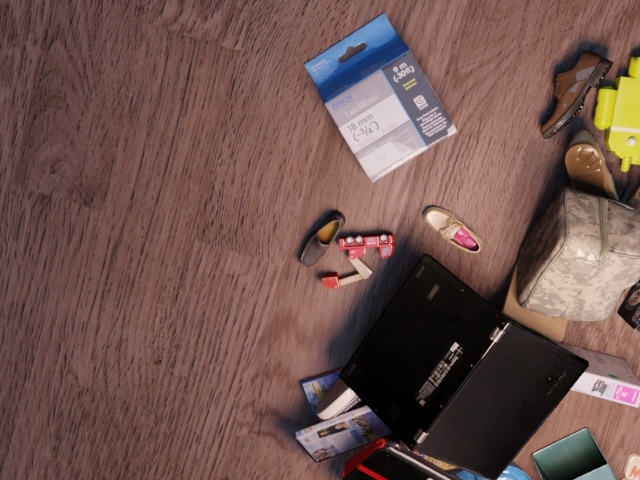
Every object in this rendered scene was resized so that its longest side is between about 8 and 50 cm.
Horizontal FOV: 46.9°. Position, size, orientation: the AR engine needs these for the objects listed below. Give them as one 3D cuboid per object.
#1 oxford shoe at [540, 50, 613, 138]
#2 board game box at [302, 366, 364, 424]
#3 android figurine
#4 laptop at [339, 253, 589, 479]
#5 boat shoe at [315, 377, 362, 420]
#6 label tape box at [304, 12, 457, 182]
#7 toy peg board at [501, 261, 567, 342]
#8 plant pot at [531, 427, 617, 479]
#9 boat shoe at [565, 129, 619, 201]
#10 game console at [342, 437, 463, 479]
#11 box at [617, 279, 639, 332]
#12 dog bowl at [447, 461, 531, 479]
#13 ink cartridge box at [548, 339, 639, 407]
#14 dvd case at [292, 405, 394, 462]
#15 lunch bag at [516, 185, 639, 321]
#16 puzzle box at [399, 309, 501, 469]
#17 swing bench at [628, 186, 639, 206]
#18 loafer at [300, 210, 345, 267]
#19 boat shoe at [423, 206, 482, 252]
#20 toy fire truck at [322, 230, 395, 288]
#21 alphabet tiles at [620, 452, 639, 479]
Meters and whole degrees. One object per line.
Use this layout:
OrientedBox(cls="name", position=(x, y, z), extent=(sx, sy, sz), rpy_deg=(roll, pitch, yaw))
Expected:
OrientedBox(cls="oxford shoe", position=(0.587, -0.347, 1.758), extent=(0.096, 0.083, 0.227), rpy_deg=(37, 102, 16))
OrientedBox(cls="board game box", position=(0.048, 0.449, 1.981), extent=(0.136, 0.035, 0.201), rpy_deg=(-17, 99, 9))
OrientedBox(cls="android figurine", position=(0.777, -0.295, 1.755), extent=(0.248, 0.056, 0.273), rpy_deg=(9, 100, 3))
OrientedBox(cls="laptop", position=(0.334, 0.309, 1.760), extent=(0.408, 0.236, 0.382), rpy_deg=(41, 106, 29))
OrientedBox(cls="boat shoe", position=(0.158, 0.375, 1.891), extent=(0.340, 0.127, 0.158), rpy_deg=(-42, 98, -1))
OrientedBox(cls="label tape box", position=(0.139, -0.343, 1.778), extent=(0.240, 0.106, 0.334), rpy_deg=(-31, 97, 10))
OrientedBox(cls="toy peg board", position=(0.528, 0.166, 1.842), extent=(0.161, 0.161, 0.079), rpy_deg=(27, 145, -1))
OrientedBox(cls="plant pot", position=(0.689, 0.649, 1.904), extent=(0.165, 0.166, 0.234), rpy_deg=(-30, 105, 10))
OrientedBox(cls="boat shoe", position=(0.657, -0.121, 1.772), extent=(0.109, 0.098, 0.302), rpy_deg=(-10, 121, 28))
OrientedBox(cls="game console", position=(0.260, 0.621, 1.808), extent=(0.386, 0.060, 0.342), rpy_deg=(29, 143, -1))
OrientedBox(cls="box", position=(0.818, 0.137, 1.789), extent=(0.077, 0.147, 0.180), rpy_deg=(26, 103, 0))
OrientedBox(cls="dog bowl", position=(0.420, 0.680, 1.974), extent=(0.297, 0.074, 0.166), rpy_deg=(-19, 99, 8))
OrientedBox(cls="ink cartridge box", position=(0.617, 0.311, 1.823), extent=(0.311, 0.186, 0.065), rpy_deg=(17, 104, 2))
OrientedBox(cls="dvd case", position=(0.074, 0.493, 1.900), extent=(0.253, 0.022, 0.180), rpy_deg=(-22, 141, 5))
OrientedBox(cls="lunch bag", position=(0.624, 0.050, 1.716), extent=(0.256, 0.213, 0.305), rpy_deg=(16, 141, 0))
OrientedBox(cls="puzzle box", position=(0.337, 0.384, 1.874), extent=(0.272, 0.052, 0.409), rpy_deg=(-2, 102, -21))
OrientedBox(cls="swing bench", position=(0.894, -0.126, 1.669), extent=(0.253, 0.165, 0.255), rpy_deg=(27, 103, -2))
OrientedBox(cls="loafer", position=(0.000, 0.000, 1.882), extent=(0.062, 0.061, 0.170), rpy_deg=(32, 103, -3))
OrientedBox(cls="boat shoe", position=(0.335, -0.026, 1.846), extent=(0.170, 0.059, 0.063), rpy_deg=(32, 102, -2))
OrientedBox(cls="toy fire truck", position=(0.097, 0.051, 1.890), extent=(0.192, 0.047, 0.135), rpy_deg=(-4, 101, 5))
OrientedBox(cls="alphabet tiles", position=(0.939, 0.656, 1.947), extent=(0.284, 0.021, 0.278), rpy_deg=(12, 102, 3))
